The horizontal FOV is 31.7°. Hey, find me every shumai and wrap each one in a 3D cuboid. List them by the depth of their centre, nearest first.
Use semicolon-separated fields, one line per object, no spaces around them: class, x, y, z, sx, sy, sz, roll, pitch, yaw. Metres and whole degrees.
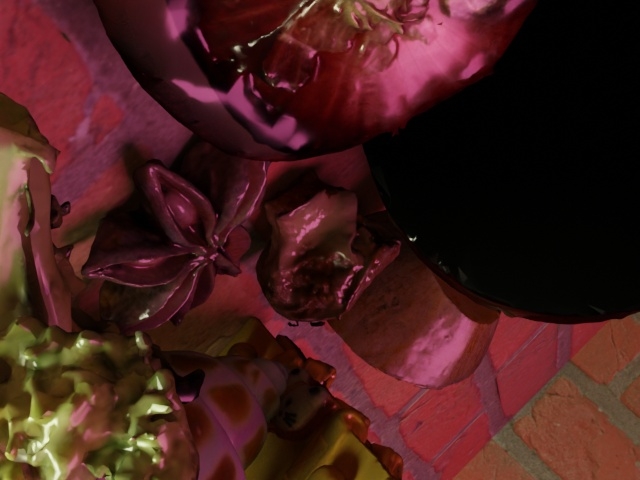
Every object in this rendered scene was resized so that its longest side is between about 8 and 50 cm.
shumai;-0.004;-0.001;1.079;0.145;0.145;0.116;-38;138;-21

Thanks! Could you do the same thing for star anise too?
star anise;-0.119;-0.002;0.917;0.197;0.073;0.212;-26;148;-45

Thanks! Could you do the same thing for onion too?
onion;-0.006;-0.185;0.686;0.272;0.195;0.272;-5;124;-8

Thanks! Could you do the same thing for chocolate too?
chocolate;0.239;-0.102;1.053;0.383;0.383;0.331;-50;167;9

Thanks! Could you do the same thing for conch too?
conch;-0.186;0.187;0.923;0.368;0.197;0.249;5;167;-37

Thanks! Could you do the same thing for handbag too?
handbag;-0.071;0.244;1.080;0.283;0.401;0.133;-47;116;0

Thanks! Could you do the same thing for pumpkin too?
pumpkin;0.110;0.039;1.186;0.217;0.217;0.110;-17;154;-50

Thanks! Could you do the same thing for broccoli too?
broccoli;-0.224;0.049;0.619;0.281;0.348;0.293;-64;-163;18
